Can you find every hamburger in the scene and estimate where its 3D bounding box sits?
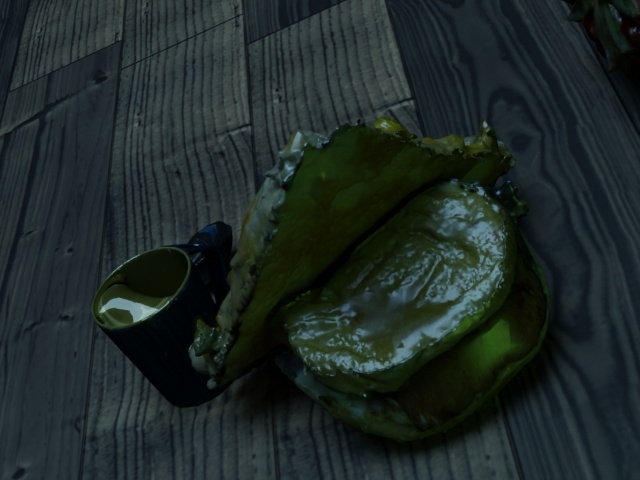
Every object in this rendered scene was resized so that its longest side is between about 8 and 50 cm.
[{"bbox_3d":[0.113,0.082,1.311,0.309,0.132,0.211,-38,53,-2],"label":"hamburger"}]

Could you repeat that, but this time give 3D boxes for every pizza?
[{"bbox_3d":[0.005,0.013,1.394,0.392,0.435,0.080,-50,64,22],"label":"pizza"}]

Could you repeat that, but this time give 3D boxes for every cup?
[{"bbox_3d":[-0.163,0.092,1.504,0.131,0.155,0.176,7,47,42],"label":"cup"}]

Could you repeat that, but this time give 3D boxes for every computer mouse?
[{"bbox_3d":[-0.158,0.035,1.669,0.135,0.047,0.079,-49,25,-8],"label":"computer mouse"}]

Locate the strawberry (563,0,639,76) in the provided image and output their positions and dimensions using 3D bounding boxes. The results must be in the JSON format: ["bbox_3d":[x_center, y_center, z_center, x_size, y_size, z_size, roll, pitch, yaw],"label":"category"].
[{"bbox_3d":[0.474,-0.341,1.506,0.345,0.295,0.317,-14,-2,-6],"label":"strawberry"}]
